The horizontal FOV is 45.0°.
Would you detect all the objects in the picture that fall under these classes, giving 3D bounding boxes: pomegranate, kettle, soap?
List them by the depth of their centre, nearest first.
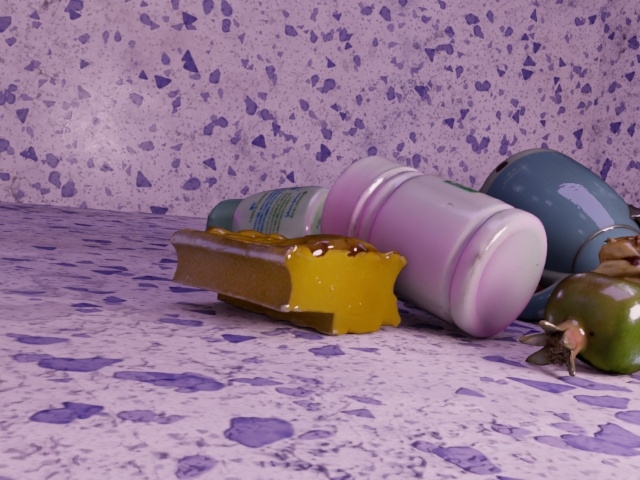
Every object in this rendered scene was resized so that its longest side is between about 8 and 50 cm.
[{"bbox_3d":[0.362,0.122,1.035,0.191,0.131,0.152,-24,28,-35],"label":"pomegranate"},{"bbox_3d":[-0.053,0.049,1.177,0.259,0.143,0.281,8,2,-44],"label":"soap"},{"bbox_3d":[0.455,0.012,1.494,0.247,0.319,0.342,44,8,-27],"label":"kettle"}]

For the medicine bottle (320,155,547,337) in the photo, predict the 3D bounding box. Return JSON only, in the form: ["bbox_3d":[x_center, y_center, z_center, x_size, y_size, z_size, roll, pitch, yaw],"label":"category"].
[{"bbox_3d":[0.181,0.002,1.274,0.212,0.212,0.325,2,18,-46],"label":"medicine bottle"}]

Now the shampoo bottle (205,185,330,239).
[{"bbox_3d":[-0.128,-0.033,1.876,0.349,0.222,0.151,-1,-40,33],"label":"shampoo bottle"}]

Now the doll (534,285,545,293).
[{"bbox_3d":[0.520,0.112,1.636,0.245,0.076,0.142,8,-5,-41],"label":"doll"}]

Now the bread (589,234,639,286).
[{"bbox_3d":[0.591,0.082,1.099,0.277,0.167,0.324,29,-4,-29],"label":"bread"}]

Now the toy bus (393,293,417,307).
[{"bbox_3d":[0.198,0.070,1.527,0.137,0.097,0.342,3,5,-20],"label":"toy bus"}]
